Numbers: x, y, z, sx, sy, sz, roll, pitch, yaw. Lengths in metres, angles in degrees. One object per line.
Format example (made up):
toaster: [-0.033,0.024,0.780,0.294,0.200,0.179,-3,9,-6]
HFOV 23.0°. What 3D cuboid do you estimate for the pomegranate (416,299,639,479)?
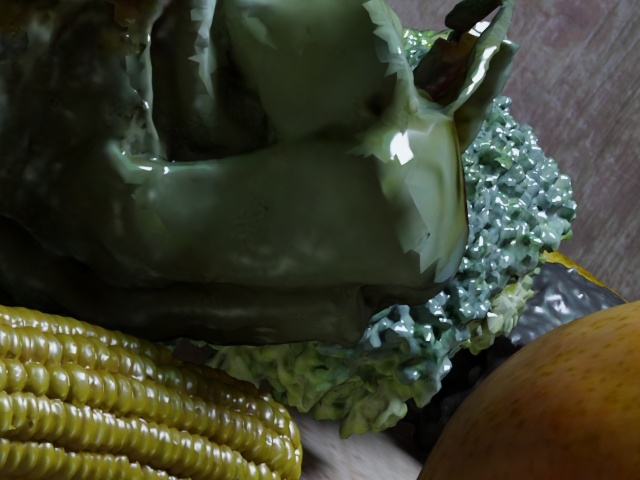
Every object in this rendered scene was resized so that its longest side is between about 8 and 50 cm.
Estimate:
pomegranate: [0.164,0.173,0.626,0.319,0.319,0.319,33,7,-5]

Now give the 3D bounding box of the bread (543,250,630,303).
bread: [0.219,0.111,1.617,0.358,0.204,0.337,31,3,-5]

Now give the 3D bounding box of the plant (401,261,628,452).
plant: [0.150,0.095,1.346,0.234,0.178,0.204,24,46,-14]

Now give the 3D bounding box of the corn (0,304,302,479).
corn: [-0.124,0.081,0.698,0.313,0.102,0.102,24,12,-49]

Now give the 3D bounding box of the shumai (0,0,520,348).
shumai: [-0.069,-0.086,0.805,0.348,0.395,0.395,33,7,14]

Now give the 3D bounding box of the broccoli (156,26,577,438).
broccoli: [0.020,-0.012,1.129,0.277,0.338,0.317,44,-7,6]
